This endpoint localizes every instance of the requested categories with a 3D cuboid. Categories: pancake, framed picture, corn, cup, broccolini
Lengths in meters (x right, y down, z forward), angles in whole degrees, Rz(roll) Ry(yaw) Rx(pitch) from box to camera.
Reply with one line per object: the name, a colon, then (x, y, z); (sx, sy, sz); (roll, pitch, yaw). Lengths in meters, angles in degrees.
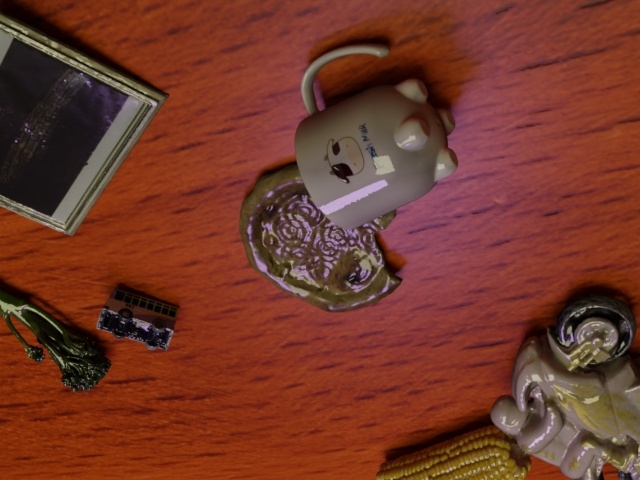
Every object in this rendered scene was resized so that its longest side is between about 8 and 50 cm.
pancake: (0.000, 0.000, 1.324); (0.212, 0.029, 0.235); (-2, 128, 19)
framed picture: (-0.350, -0.129, 1.291); (0.231, 0.018, 0.293); (25, 133, -20)
corn: (0.186, 0.332, 1.518); (0.244, 0.093, 0.093); (-28, 118, 35)
cup: (0.064, -0.117, 1.155); (0.142, 0.173, 0.134); (-24, 151, 30)
broccolini: (-0.475, 0.097, 1.509); (0.392, 0.074, 0.079); (33, 124, -15)

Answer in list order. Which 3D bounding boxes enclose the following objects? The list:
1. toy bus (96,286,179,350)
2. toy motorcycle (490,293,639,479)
toy bus: (-0.251, 0.106, 1.467); (0.102, 0.058, 0.052); (19, 132, -8)
toy motorcycle: (0.339, 0.226, 1.368); (0.223, 0.108, 0.341); (-22, 115, 20)
